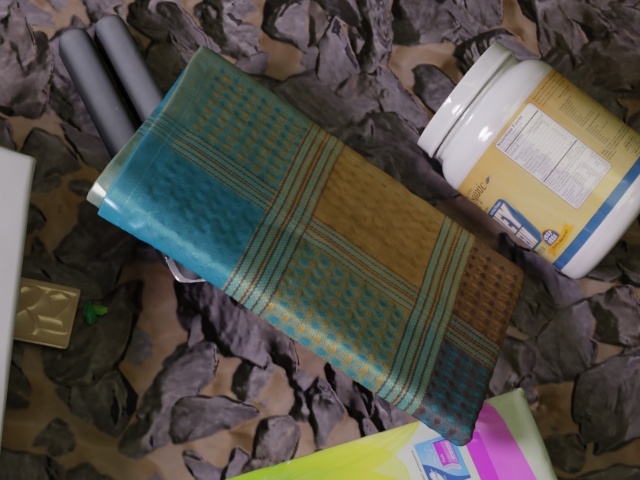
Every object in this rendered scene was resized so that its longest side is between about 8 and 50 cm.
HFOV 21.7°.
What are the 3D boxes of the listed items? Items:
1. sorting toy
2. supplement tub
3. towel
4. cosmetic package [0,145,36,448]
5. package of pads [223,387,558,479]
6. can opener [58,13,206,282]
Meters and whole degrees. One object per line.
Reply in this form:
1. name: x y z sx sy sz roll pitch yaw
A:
1. sorting toy: -0.230 0.067 1.458 0.083 0.012 0.062 12 61 -4
2. supplement tub: 0.205 -0.076 1.545 0.199 0.144 0.144 38 65 5
3. towel: 0.000 0.000 1.445 0.370 0.040 0.271 35 35 -4
4. cosmetic package: -0.365 0.095 1.304 0.217 0.156 0.385 20 60 -31
5. package of pads: 0.074 0.276 1.391 0.296 0.101 0.229 -15 70 -18
6. can opener: -0.149 -0.087 1.505 0.074 0.093 0.280 -22 69 -19
